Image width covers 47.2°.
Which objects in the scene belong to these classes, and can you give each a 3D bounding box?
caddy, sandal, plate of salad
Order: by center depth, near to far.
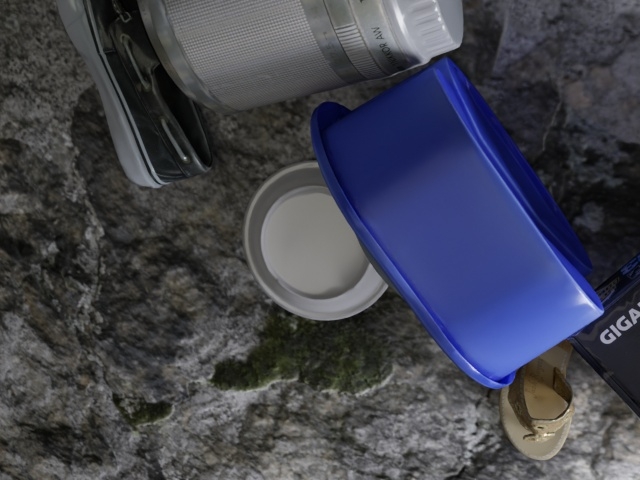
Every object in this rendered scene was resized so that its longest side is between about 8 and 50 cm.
[{"bbox_3d":[0.126,-0.017,0.736,0.179,0.241,0.341,-34,96,22],"label":"caddy"},{"bbox_3d":[0.255,0.178,0.855,0.088,0.079,0.239,10,114,17],"label":"sandal"},{"bbox_3d":[0.000,0.000,0.897,0.200,0.048,0.199,3,102,16],"label":"plate of salad"}]

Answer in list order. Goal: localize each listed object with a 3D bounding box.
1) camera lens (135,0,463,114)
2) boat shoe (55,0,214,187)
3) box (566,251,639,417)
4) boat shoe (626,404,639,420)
[{"bbox_3d":[-0.021,-0.250,0.700,0.275,0.219,0.219,-9,108,21],"label":"camera lens"},{"bbox_3d":[-0.205,-0.225,0.856,0.119,0.121,0.335,-7,120,15],"label":"boat shoe"},{"bbox_3d":[0.443,0.098,0.712,0.295,0.073,0.293,-42,93,10],"label":"box"},{"bbox_3d":[0.402,0.190,0.818,0.233,0.079,0.084,45,79,-6],"label":"boat shoe"}]
